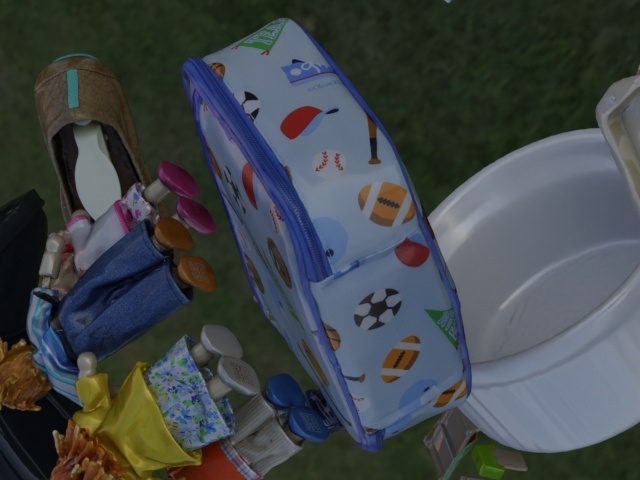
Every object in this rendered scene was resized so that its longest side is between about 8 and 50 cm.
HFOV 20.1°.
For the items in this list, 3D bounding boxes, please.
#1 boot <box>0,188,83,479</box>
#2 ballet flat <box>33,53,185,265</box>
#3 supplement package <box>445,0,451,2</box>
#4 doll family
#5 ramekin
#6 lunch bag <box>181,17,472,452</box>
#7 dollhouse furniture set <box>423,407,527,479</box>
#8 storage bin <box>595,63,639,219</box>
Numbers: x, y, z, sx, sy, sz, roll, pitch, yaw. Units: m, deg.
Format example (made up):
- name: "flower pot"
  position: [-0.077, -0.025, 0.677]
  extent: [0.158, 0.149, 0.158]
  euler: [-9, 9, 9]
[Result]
- name: "boot"
  position: [-0.242, 0.096, 1.481]
  extent: [0.094, 0.246, 0.207]
  euler: [-28, 109, 29]
- name: "ballet flat"
  position: [-0.216, -0.033, 1.878]
  extent: [0.116, 0.124, 0.342]
  euler: [-11, 130, 0]
- name: "supplement package"
  position: [0.118, -0.337, 1.563]
  extent: [0.139, 0.244, 0.134]
  euler: [33, 127, -1]
- name: "doll family"
  position: [-0.128, 0.075, 1.117]
  extent: [0.163, 0.118, 0.263]
  euler: [-39, 63, 21]
- name: "ramekin"
  position: [0.203, 0.048, 1.529]
  extent: [0.277, 0.277, 0.135]
  euler: [-1, 136, 47]
- name: "lunch bag"
  position: [0.000, 0.000, 1.318]
  extent: [0.243, 0.115, 0.303]
  euler: [53, 165, 40]
- name: "dollhouse furniture set"
  position: [0.156, 0.217, 1.703]
  extent: [0.152, 0.058, 0.076]
  euler: [-110, 37, -49]
- name: "storage bin"
  position: [0.321, -0.028, 0.967]
  extent: [0.260, 0.262, 0.123]
  euler: [65, 166, -4]
